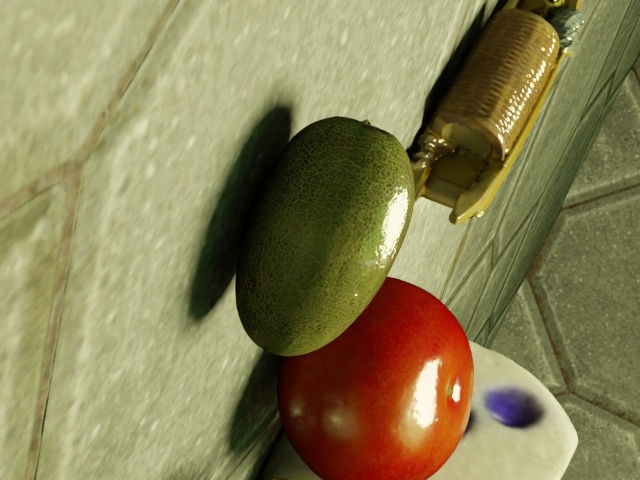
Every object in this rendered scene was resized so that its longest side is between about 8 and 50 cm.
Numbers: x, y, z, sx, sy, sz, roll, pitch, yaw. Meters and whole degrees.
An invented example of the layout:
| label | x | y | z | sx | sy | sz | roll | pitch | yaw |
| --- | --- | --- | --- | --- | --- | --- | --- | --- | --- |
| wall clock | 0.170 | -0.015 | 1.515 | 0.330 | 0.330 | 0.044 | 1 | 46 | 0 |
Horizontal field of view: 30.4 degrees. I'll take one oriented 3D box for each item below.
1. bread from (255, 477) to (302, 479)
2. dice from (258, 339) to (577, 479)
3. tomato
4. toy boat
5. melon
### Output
| label | x | y | z | sx | sy | sz | roll | pitch | yaw |
| --- | --- | --- | --- | --- | --- | --- | --- | --- | --- |
| bread | -0.080 | 0.312 | 0.877 | 0.305 | 0.158 | 0.306 | 23 | 90 | -78 |
| dice | 0.091 | 0.253 | 1.195 | 0.251 | 0.259 | 0.243 | -46 | 156 | -49 |
| tomato | 0.052 | 0.123 | 0.998 | 0.195 | 0.136 | 0.195 | -11 | 102 | -61 |
| toy boat | 0.169 | -0.142 | 1.116 | 0.310 | 0.089 | 0.115 | -58 | 162 | -21 |
| melon | 0.000 | 0.000 | 0.733 | 0.162 | 0.099 | 0.099 | -67 | 166 | 17 |
